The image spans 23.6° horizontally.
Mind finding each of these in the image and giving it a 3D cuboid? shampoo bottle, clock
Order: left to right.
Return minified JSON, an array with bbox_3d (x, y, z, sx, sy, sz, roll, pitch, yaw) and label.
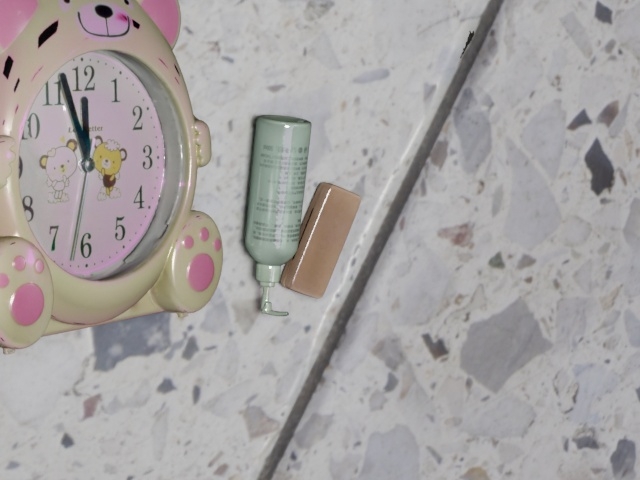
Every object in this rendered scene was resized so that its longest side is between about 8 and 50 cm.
[{"bbox_3d":[-0.212,-0.074,1.315,0.284,0.114,0.309,-10,102,-49],"label":"clock"},{"bbox_3d":[-0.046,-0.023,1.498,0.056,0.056,0.195,1,102,-30],"label":"shampoo bottle"}]

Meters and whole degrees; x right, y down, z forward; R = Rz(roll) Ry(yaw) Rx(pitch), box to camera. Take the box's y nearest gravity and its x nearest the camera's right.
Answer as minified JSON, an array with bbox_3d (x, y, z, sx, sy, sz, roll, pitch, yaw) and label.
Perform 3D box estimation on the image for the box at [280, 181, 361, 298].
[{"bbox_3d":[0.000,0.000,1.549,0.048,0.025,0.115,20,92,-37],"label":"box"}]
